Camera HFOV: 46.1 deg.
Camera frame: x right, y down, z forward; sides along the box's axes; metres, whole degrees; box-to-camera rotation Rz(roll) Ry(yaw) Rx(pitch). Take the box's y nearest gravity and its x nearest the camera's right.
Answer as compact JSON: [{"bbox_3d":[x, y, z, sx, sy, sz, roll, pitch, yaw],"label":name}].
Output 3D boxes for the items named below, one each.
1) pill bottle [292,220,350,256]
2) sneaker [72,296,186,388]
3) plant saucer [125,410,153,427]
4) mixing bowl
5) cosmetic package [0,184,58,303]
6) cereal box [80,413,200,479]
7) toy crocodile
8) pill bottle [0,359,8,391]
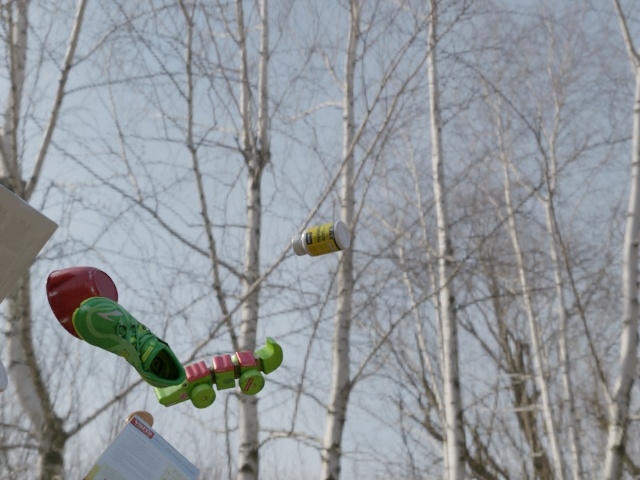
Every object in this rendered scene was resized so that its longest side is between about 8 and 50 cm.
[{"bbox_3d":[0.000,0.000,1.623,0.116,0.065,0.065,-14,-39,25],"label":"pill bottle"},{"bbox_3d":[-0.397,0.217,1.616,0.123,0.109,0.295,-4,-40,48],"label":"sneaker"},{"bbox_3d":[-0.540,0.540,2.240,0.083,0.083,0.013,4,-54,-2],"label":"plant saucer"},{"bbox_3d":[-0.532,0.128,1.730,0.098,0.181,0.181,-28,-43,12],"label":"mixing bowl"},{"bbox_3d":[-0.798,0.033,1.606,0.097,0.377,0.284,18,-20,51],"label":"cosmetic package"},{"bbox_3d":[-0.324,0.433,1.351,0.173,0.240,0.047,43,-76,-3],"label":"cereal box"},{"bbox_3d":[-0.257,0.341,1.927,0.340,0.115,0.105,-13,-58,-16],"label":"toy crocodile"},{"bbox_3d":[-1.138,0.457,2.345,0.272,0.152,0.152,-26,-38,-4],"label":"pill bottle"}]
